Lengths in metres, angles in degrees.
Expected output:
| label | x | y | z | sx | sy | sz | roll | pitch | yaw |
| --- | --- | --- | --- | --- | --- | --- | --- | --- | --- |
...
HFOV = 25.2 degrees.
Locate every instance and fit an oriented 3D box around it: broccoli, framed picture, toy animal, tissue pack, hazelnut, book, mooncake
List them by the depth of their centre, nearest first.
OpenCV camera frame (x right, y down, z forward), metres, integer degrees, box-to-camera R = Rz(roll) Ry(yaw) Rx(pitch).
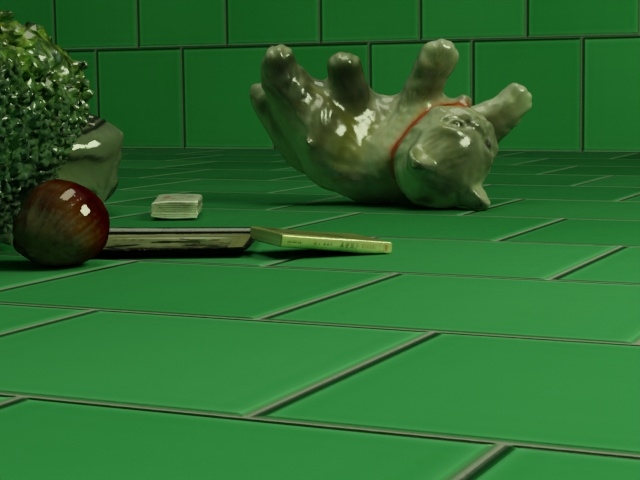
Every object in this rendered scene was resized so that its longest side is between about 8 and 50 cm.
| label | x | y | z | sx | sy | sz | roll | pitch | yaw |
| --- | --- | --- | --- | --- | --- | --- | --- | --- | --- |
| hazelnut | -0.224 | -0.012 | 1.231 | 0.086 | 0.086 | 0.086 | -1 | 6 | 0 |
| broccoli | -0.402 | -0.140 | 1.262 | 0.397 | 0.275 | 0.353 | 32 | -38 | -18 |
| book | 0.000 | 0.001 | 1.308 | 0.111 | 0.014 | 0.077 | 4 | 4 | -24 |
| framed picture | -0.155 | 0.001 | 1.375 | 0.195 | 0.010 | 0.199 | 0 | 6 | 2 |
| tissue pack | -0.169 | -0.041 | 1.696 | 0.056 | 0.023 | 0.108 | -1 | 6 | -1 |
| mooncake | -0.373 | -0.111 | 1.735 | 0.250 | 0.136 | 0.254 | 7 | 2 | -27 |
| toy animal | 0.069 | -0.128 | 1.774 | 0.308 | 0.188 | 0.266 | 31 | -46 | -26 |
